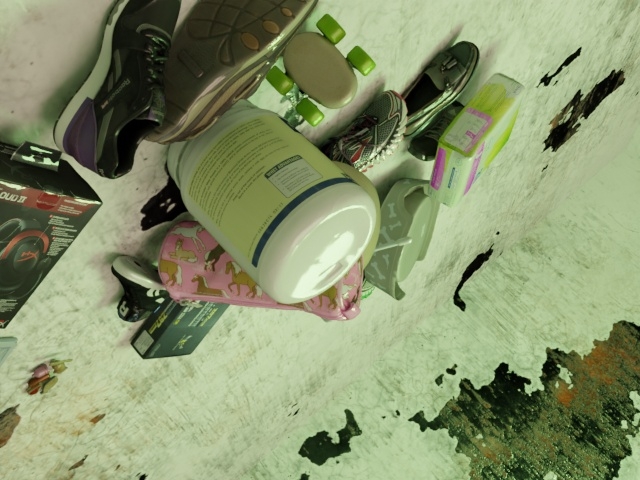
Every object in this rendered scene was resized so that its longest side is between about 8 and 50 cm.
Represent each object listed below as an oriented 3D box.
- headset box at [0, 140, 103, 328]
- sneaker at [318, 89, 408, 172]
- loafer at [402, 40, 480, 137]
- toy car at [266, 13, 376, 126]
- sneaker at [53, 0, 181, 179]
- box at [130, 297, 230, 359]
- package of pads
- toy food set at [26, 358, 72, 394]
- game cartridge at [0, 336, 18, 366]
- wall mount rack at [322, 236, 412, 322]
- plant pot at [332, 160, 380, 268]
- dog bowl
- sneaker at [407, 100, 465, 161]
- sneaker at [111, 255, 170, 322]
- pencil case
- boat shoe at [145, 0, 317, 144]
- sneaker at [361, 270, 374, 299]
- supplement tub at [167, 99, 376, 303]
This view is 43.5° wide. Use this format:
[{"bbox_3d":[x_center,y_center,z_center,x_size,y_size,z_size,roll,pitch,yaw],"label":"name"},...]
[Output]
[{"bbox_3d":[-0.467,-0.016,1.126,0.293,0.110,0.218,-49,158,12],"label":"headset box"},{"bbox_3d":[0.073,-0.203,1.736,0.299,0.121,0.112,-52,133,1],"label":"sneaker"},{"bbox_3d":[0.255,-0.345,1.829,0.267,0.096,0.084,-50,152,19],"label":"loafer"},{"bbox_3d":[0.000,-0.306,1.460,0.155,0.149,0.188,-44,-173,7],"label":"toy car"},{"bbox_3d":[-0.243,-0.216,1.101,0.283,0.124,0.107,-61,155,8],"label":"sneaker"},{"bbox_3d":[-0.296,0.164,1.812,0.232,0.059,0.183,-50,158,14],"label":"box"},{"bbox_3d":[0.391,-0.256,2.023,0.296,0.101,0.229,-49,161,-26],"label":"package of pads"},{"bbox_3d":[-0.554,0.272,1.613,0.122,0.019,0.078,-46,159,24],"label":"toy food set"},{"bbox_3d":[-0.587,0.207,1.441,0.083,0.017,0.056,-51,161,15],"label":"game cartridge"},{"bbox_3d":[0.041,0.040,1.960,0.304,0.130,0.350,-50,138,5],"label":"wall mount rack"},{"bbox_3d":[0.000,0.000,1.683,0.284,0.190,0.284,-5,132,-5],"label":"plant pot"},{"bbox_3d":[0.225,-0.014,2.194,0.348,0.102,0.348,-57,159,-36],"label":"dog bowl"},{"bbox_3d":[0.307,-0.293,2.036,0.229,0.086,0.132,-36,154,-47],"label":"sneaker"},{"bbox_3d":[-0.364,0.106,1.563,0.121,0.079,0.217,-47,159,3],"label":"sneaker"},{"bbox_3d":[-0.106,0.056,1.522,0.160,0.386,0.167,-40,133,-69],"label":"pencil case"},{"bbox_3d":[-0.144,-0.284,1.225,0.355,0.132,0.130,-38,169,8],"label":"boat shoe"},{"bbox_3d":[0.076,0.079,2.208,0.146,0.134,0.344,-55,155,22],"label":"sneaker"},{"bbox_3d":[-0.090,-0.077,1.365,0.235,0.325,0.235,-33,150,-22],"label":"supplement tub"}]
